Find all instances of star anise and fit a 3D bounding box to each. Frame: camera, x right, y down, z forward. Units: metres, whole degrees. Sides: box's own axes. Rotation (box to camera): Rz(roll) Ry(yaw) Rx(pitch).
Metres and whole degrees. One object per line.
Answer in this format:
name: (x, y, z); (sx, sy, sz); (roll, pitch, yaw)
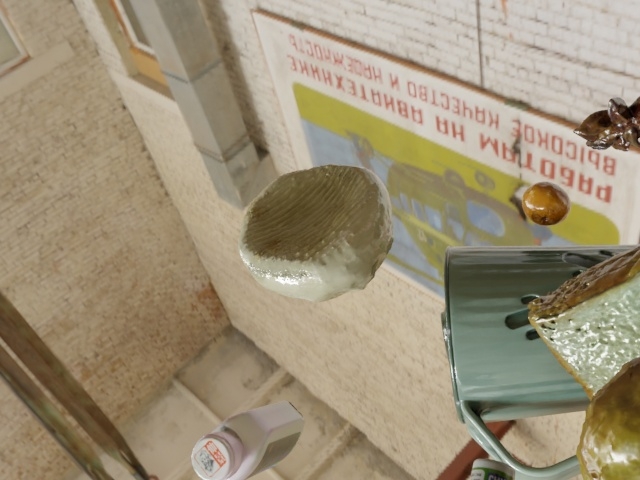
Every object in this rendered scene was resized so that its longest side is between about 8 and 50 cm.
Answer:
star anise: (0.470, -0.177, 1.148); (0.168, 0.168, 0.057); (3, -116, 19)

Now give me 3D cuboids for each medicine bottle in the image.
medicine bottle: (0.228, 0.413, 1.033); (0.061, 0.092, 0.220); (25, -117, -13)
medicine bottle: (-0.106, 0.294, 1.083); (0.078, 0.219, 0.115); (44, -80, 18)

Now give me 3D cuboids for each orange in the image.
orange: (0.390, -0.062, 1.306); (0.083, 0.083, 0.070); (7, -116, 22)

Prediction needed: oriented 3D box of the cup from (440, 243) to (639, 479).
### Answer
cup: (0.405, 0.195, 1.298); (0.392, 0.310, 0.400); (-5, -94, 14)

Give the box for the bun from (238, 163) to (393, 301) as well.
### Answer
bun: (0.000, 0.000, 0.831); (0.183, 0.102, 0.183); (-12, -138, 11)

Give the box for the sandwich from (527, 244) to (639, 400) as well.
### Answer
sandwich: (0.402, 0.138, 0.896); (0.226, 0.251, 0.087); (-34, -176, 27)

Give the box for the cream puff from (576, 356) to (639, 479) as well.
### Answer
cream puff: (0.323, 0.167, 0.579); (0.244, 0.196, 0.244); (-29, -164, 9)
